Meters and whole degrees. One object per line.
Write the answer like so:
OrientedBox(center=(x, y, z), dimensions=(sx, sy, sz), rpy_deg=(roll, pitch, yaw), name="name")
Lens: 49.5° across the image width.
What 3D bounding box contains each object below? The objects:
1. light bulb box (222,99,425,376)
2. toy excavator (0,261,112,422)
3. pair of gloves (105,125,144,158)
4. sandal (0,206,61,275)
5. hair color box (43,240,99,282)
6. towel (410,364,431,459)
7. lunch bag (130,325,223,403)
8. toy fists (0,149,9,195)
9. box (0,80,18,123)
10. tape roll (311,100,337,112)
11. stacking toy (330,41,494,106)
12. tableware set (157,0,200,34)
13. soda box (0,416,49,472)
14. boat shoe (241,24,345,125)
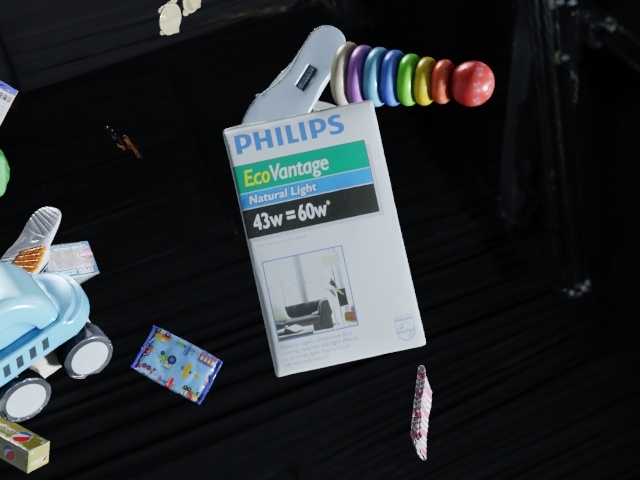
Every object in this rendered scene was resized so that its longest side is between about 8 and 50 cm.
OrientedBox(center=(0.000, 0.000, 1.139), dimensions=(0.358, 0.225, 0.361), rpy_deg=(143, -65, -88), name="light bulb box")
OrientedBox(center=(-0.677, 0.150, 1.304), dimensions=(0.222, 0.432, 0.445), rpy_deg=(36, -28, 38), name="toy excavator")
OrientedBox(center=(-0.381, -0.191, 1.356), dimensions=(0.083, 0.010, 0.074), rpy_deg=(30, -18, 22), name="pair of gloves")
OrientedBox(center=(-0.732, 0.033, 1.780), dimensions=(0.076, 0.101, 0.265), rpy_deg=(93, 13, -53), name="sandal")
OrientedBox(center=(-0.820, 0.119, 1.994), dimensions=(0.173, 0.347, 0.105), rpy_deg=(-12, 78, -59), name="hair color box")
OrientedBox(center=(0.259, 0.432, 1.746), dimensions=(0.144, 0.029, 0.197), rpy_deg=(68, 28, -50), name="towel")
OrientedBox(center=(-0.420, 0.376, 2.060), dimensions=(0.220, 0.138, 0.293), rpy_deg=(29, -17, -1), name="lunch bag")
OrientedBox(center=(-0.527, -0.120, 0.854), dimensions=(0.096, 0.279, 0.142), rpy_deg=(-54, -143, 23), name="toy fists")
OrientedBox(center=(-0.788, -0.339, 1.672), dimensions=(0.081, 0.136, 0.028), rpy_deg=(30, 36, -24), name="box")
OrientedBox(center=(-0.063, -0.304, 1.953), dimensions=(0.286, 0.286, 0.100), rpy_deg=(-123, -151, -54), name="tape roll")
OrientedBox(center=(0.194, -0.335, 1.442), dimensions=(0.141, 0.330, 0.141), rpy_deg=(8, 90, -70), name="stacking toy")
OrientedBox(center=(-0.291, -0.508, 1.409), dimensions=(0.020, 0.141, 0.169), rpy_deg=(23, -41, 23), name="tableware set")
OrientedBox(center=(-0.722, 0.473, 1.627), dimensions=(0.061, 0.181, 0.058), rpy_deg=(-19, 120, -61), name="soda box")
OrientedBox(center=(-0.074, -0.366, 1.739), dimensions=(0.135, 0.367, 0.156), rpy_deg=(33, -2, -5), name="boat shoe")
